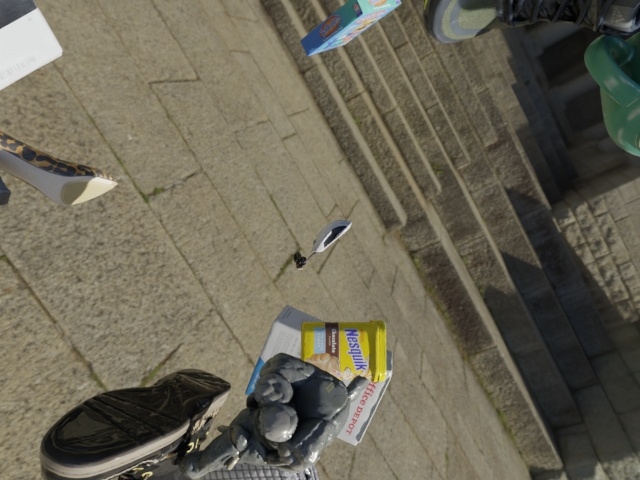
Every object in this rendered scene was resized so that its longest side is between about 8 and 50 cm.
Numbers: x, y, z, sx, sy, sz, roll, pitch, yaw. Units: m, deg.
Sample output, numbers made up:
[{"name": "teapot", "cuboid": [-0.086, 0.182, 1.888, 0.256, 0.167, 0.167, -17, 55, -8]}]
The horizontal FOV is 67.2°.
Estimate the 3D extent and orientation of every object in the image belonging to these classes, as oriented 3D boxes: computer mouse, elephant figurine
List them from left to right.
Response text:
[{"name": "elephant figurine", "cuboid": [-0.075, 0.289, 0.746, 0.186, 0.239, 0.169, 32, 38, -6]}, {"name": "computer mouse", "cuboid": [0.000, 0.000, 1.286, 0.042, 0.193, 0.106, 48, 5, -8]}]

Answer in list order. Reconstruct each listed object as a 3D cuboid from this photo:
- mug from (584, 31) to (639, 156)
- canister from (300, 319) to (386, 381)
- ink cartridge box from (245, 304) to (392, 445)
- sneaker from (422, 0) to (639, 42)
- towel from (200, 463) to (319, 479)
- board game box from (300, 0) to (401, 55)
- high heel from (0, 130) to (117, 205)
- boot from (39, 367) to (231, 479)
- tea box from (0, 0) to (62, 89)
[{"name": "mug", "cuboid": [0.352, -0.145, 0.498, 0.129, 0.158, 0.097, 62, 34, -59]}, {"name": "canister", "cuboid": [0.045, 0.228, 0.998, 0.073, 0.170, 0.126, 128, -37, -81]}, {"name": "ink cartridge box", "cuboid": [-0.001, 0.334, 1.216, 0.308, 0.223, 0.129, 24, 14, 5]}, {"name": "sneaker", "cuboid": [0.247, -0.250, 0.455, 0.111, 0.300, 0.121, 45, 38, -56]}, {"name": "towel", "cuboid": [-0.112, 0.566, 1.051, 0.121, 0.235, 0.283, -33, 106, -68]}, {"name": "board game box", "cuboid": [0.072, -0.541, 1.195, 0.160, 0.210, 0.047, -35, 103, -39]}, {"name": "high heel", "cuboid": [-0.512, -0.155, 0.875, 0.186, 0.093, 0.261, 54, 28, 12]}, {"name": "boot", "cuboid": [-0.296, 0.378, 0.767, 0.377, 0.138, 0.284, 2, 107, -75]}, {"name": "tea box", "cuboid": [-0.632, -0.348, 0.672, 0.220, 0.329, 0.323, 29, -26, 29]}]
